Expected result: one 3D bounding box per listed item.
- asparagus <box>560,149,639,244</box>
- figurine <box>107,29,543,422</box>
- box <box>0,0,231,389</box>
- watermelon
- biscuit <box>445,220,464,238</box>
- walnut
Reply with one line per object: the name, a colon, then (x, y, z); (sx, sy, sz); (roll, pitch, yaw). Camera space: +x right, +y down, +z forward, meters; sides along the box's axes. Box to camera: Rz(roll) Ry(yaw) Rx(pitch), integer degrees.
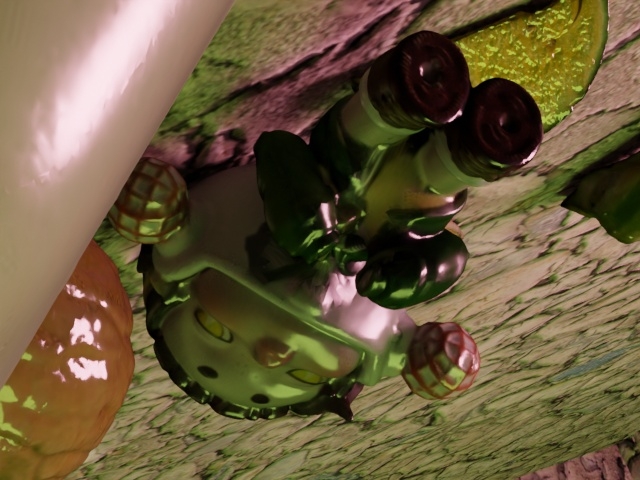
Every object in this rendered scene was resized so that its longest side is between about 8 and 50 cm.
asparagus: (0.352, -0.090, 1.431); (0.082, 0.085, 0.343); (23, 138, -35)
figurine: (0.000, 0.000, 1.071); (0.281, 0.167, 0.370); (29, 141, -13)
box: (-0.112, -0.073, 0.524); (0.349, 0.141, 0.289); (-64, -173, -34)
watermelon: (0.111, -0.114, 1.116); (0.181, 0.075, 0.092); (-24, 119, -4)
biscuit: (0.058, 0.022, 1.472); (0.152, 0.020, 0.152); (-22, 163, -7)
walnut: (-0.216, 0.050, 0.891); (0.228, 0.228, 0.228); (-22, 163, -7)
